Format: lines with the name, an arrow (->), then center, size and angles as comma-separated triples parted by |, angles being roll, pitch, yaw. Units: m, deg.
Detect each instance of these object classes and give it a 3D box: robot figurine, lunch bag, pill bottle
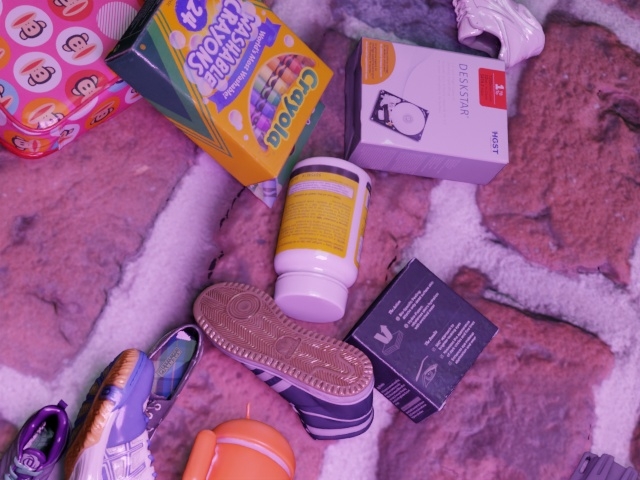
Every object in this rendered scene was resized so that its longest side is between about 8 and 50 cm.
robot figurine -> -0.104, 0.316, 1.478 | 0.158, 0.128, 0.219 | 26, 52, -6
lunch bag -> -0.371, -0.279, 1.655 | 0.293, 0.120, 0.258 | -37, 82, -26
pill bottle -> 0.000, 0.000, 1.651 | 0.119, 0.119, 0.208 | 15, 64, -10

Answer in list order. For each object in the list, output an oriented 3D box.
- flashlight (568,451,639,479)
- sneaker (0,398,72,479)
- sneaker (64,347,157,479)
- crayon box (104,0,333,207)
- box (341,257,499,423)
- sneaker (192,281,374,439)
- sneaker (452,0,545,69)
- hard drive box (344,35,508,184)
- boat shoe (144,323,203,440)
flashlight -> 0.342, 0.431, 1.588 | 0.103, 0.103, 0.304 | 51, 60, -22
sneaker -> -0.371, 0.292, 1.430 | 0.083, 0.098, 0.224 | 25, 63, -5
sneaker -> -0.243, 0.282, 1.437 | 0.131, 0.112, 0.296 | 22, 77, -18
crayon box -> -0.115, -0.224, 1.658 | 0.323, 0.083, 0.203 | 42, 59, -27
box -> 0.132, 0.139, 1.647 | 0.158, 0.093, 0.156 | 41, 63, 1
sneaker -> -0.046, 0.168, 1.589 | 0.282, 0.153, 0.099 | 27, 62, 27
sneaker -> 0.250, -0.370, 1.899 | 0.115, 0.090, 0.232 | -36, 81, -22
hard drive box -> 0.158, -0.194, 1.796 | 0.232, 0.089, 0.181 | 6, 67, -14
boat shoe -> -0.220, 0.199, 1.527 | 0.080, 0.076, 0.228 | 38, 63, 1
